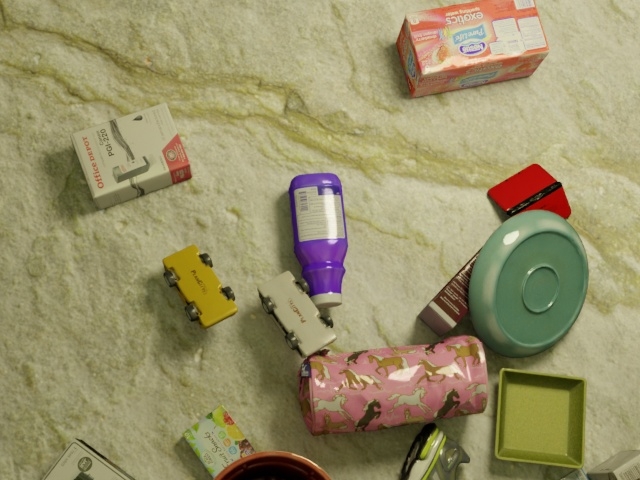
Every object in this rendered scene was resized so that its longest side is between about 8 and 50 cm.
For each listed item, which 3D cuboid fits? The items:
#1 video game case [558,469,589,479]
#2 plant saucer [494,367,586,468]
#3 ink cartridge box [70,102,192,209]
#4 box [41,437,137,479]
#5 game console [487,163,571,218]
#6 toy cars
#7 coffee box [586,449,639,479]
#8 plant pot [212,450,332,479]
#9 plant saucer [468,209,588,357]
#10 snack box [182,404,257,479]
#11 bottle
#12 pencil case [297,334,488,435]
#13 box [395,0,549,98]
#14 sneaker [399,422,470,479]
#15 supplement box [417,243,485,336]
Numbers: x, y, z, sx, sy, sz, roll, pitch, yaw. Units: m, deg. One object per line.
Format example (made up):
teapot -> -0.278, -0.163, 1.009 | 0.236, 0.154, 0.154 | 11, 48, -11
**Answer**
video game case -> 0.499, 0.561, 1.922 | 0.166, 0.015, 0.119 | -28, 80, -12
plant saucer -> 0.455, 0.373, 1.951 | 0.188, 0.045, 0.189 | 7, 74, -3
ink cartridge box -> -0.403, -0.180, 1.992 | 0.217, 0.092, 0.159 | -21, 78, -8
box -> -0.408, 0.536, 1.807 | 0.290, 0.087, 0.169 | 34, 75, 4
game console -> 0.467, -0.083, 2.087 | 0.144, 0.085, 0.124 | -30, 111, -11
toy cars -> -0.149, 0.136, 1.920 | 0.393, 0.087, 0.177 | 16, 57, 6
coffee box -> 0.662, 0.552, 1.875 | 0.098, 0.141, 0.247 | -28, 81, -12
plant pot -> -0.095, 0.538, 1.744 | 0.272, 0.265, 0.273 | 1, 75, -5
plant saucer -> 0.446, 0.096, 1.935 | 0.317, 0.043, 0.318 | -7, 104, -29
snack box -> -0.198, 0.418, 1.883 | 0.100, 0.037, 0.141 | -36, 81, -11
bottle -> 0.000, 0.000, 1.981 | 0.118, 0.092, 0.283 | -5, 76, -6
pencil case -> 0.148, 0.289, 1.889 | 0.386, 0.160, 0.167 | -5, 105, -7
box -> 0.338, -0.436, 2.100 | 0.299, 0.142, 0.154 | -13, 77, -8
sneaker -> 0.205, 0.522, 1.860 | 0.121, 0.111, 0.300 | 28, 77, -2
supplement box -> 0.318, 0.088, 1.969 | 0.073, 0.130, 0.239 | 43, 77, 7
